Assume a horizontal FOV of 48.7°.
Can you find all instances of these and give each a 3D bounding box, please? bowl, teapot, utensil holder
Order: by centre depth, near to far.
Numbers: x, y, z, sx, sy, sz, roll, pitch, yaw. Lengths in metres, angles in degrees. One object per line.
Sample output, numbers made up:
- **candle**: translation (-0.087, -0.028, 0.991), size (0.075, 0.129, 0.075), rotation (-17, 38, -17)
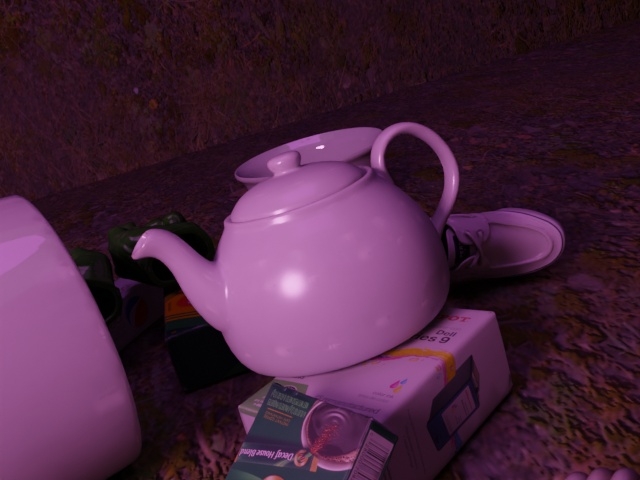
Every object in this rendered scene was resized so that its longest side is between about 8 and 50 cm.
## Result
- **utensil holder**: translation (-0.404, 0.160, 0.631), size (0.385, 0.328, 0.327), rotation (-26, 21, -30)
- **teapot**: translation (0.000, 0.000, 0.696), size (0.252, 0.187, 0.256), rotation (-13, 14, 24)
- **bowl**: translation (-0.006, -0.112, 1.366), size (0.297, 0.134, 0.298), rotation (-14, 20, 5)

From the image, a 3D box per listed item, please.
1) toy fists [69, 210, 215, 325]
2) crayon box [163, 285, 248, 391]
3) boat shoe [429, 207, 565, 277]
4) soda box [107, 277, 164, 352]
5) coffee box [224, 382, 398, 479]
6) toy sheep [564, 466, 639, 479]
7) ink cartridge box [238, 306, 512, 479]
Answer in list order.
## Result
- **toy fists**: translation (-0.290, 0.042, 0.994), size (0.279, 0.096, 0.142), rotation (-32, 20, -28)
- **crayon box**: translation (-0.049, 0.075, 0.957), size (0.318, 0.081, 0.202), rotation (-18, 19, -8)
- **boat shoe**: translation (0.178, 0.012, 0.900), size (0.258, 0.095, 0.084), rotation (-5, 9, 17)
- **soda box**: translation (-0.320, 0.125, 1.050), size (0.074, 0.069, 0.216), rotation (-6, 21, 27)
- **coffee box**: translation (-0.029, 0.203, 0.504), size (0.113, 0.040, 0.184), rotation (8, 64, 46)
- **toy sheep**: translation (0.194, 0.186, 0.440), size (0.132, 0.091, 0.091), rotation (-4, 22, 31)
- **ink cartridge box**: translation (0.056, 0.146, 0.657), size (0.154, 0.093, 0.212), rotation (2, 23, 45)
